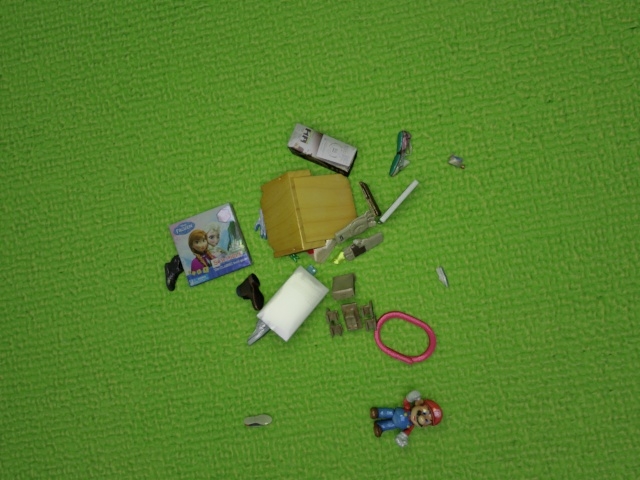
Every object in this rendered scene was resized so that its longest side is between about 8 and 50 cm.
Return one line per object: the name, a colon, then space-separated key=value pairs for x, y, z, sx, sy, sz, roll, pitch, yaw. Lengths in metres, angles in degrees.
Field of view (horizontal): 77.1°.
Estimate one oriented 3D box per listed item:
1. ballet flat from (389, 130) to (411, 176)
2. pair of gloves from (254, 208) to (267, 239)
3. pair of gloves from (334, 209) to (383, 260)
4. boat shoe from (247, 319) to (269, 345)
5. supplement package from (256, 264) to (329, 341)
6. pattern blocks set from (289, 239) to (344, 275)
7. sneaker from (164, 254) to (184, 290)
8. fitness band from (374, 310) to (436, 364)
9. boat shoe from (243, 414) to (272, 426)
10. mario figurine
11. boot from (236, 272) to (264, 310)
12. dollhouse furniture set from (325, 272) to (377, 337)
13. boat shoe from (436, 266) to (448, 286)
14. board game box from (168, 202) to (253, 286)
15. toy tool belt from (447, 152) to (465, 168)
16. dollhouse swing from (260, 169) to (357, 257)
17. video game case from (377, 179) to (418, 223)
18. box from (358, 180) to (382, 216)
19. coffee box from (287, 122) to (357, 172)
ballet flat: x=0.382 y=-0.397 z=1.868 sx=0.079 sy=0.077 sz=0.221 roll=12 pitch=90 yaw=-15
pair of gloves: x=-0.222 y=-0.088 z=1.930 sx=0.198 sy=0.023 sz=0.159 roll=-7 pitch=89 yaw=3
pair of gloves: x=0.173 y=-0.016 z=1.813 sx=0.204 sy=0.240 sz=0.042 roll=-33 pitch=50 yaw=-1
boat shoe: x=-0.268 y=0.399 z=1.909 sx=0.226 sy=0.083 sz=0.076 roll=-40 pitch=80 yaw=-9
supplement package: x=-0.126 y=0.286 z=1.810 sx=0.177 sy=0.175 sz=0.293 roll=41 pitch=76 yaw=3
pattern blocks set: x=0.000 y=0.000 z=1.909 sx=0.325 sy=0.026 sz=0.285 roll=-41 pitch=85 yaw=3
sneaker: x=-0.704 y=0.157 z=1.950 sx=0.089 sy=0.051 sz=0.170 roll=-11 pitch=85 yaw=9
fitness band: x=0.391 y=0.450 z=1.868 sx=0.291 sy=0.054 sz=0.209 roll=24 pitch=89 yaw=3
boat shoe: x=-0.297 y=0.865 z=1.920 sx=0.137 sy=0.049 sz=0.043 roll=-6 pitch=131 yaw=2
mario figurine: x=0.385 y=0.796 z=1.800 sx=0.321 sy=0.170 sz=0.198 roll=-15 pitch=123 yaw=12
boot: x=-0.329 y=0.261 z=1.869 sx=0.106 sy=0.219 sz=0.082 roll=-34 pitch=130 yaw=12
dollhouse furniture set: x=0.133 y=0.297 z=1.858 sx=0.212 sy=0.161 sz=0.242 roll=-12 pitch=109 yaw=10
boat shoe: x=0.564 y=0.171 z=1.866 sx=0.035 sy=0.035 sz=0.100 roll=-22 pitch=92 yaw=31
board game box: x=-0.524 y=0.022 z=1.930 sx=0.319 sy=0.066 sz=0.318 roll=-21 pitch=88 yaw=4
toy tool belt: x=0.634 y=-0.368 z=1.853 sx=0.083 sy=0.052 sz=0.051 roll=21 pitch=100 yaw=4
dollhouse swing: x=-0.053 y=-0.128 z=1.874 sx=0.315 sy=0.305 sz=0.346 roll=-16 pitch=85 yaw=47
video game case: x=0.340 y=-0.165 z=1.795 sx=0.026 sy=0.206 sz=0.227 roll=41 pitch=93 yaw=4
box: x=0.225 y=-0.185 z=1.808 sx=0.021 sy=0.201 sz=0.164 roll=-26 pitch=87 yaw=14
coffee box: x=0.014 y=-0.409 z=1.842 sx=0.297 sy=0.168 sz=0.119 roll=24 pitch=91 yaw=5
